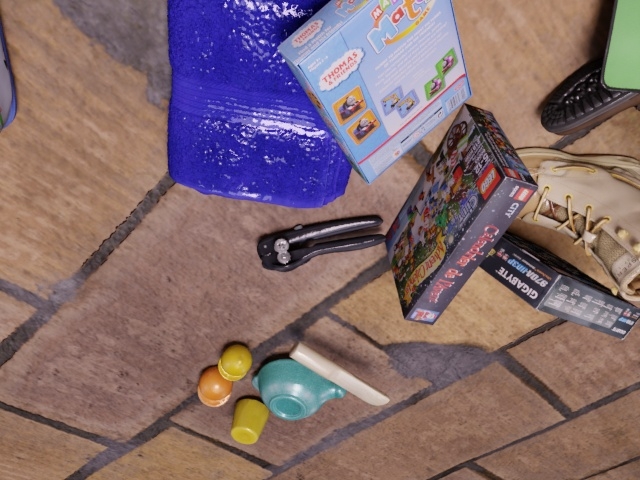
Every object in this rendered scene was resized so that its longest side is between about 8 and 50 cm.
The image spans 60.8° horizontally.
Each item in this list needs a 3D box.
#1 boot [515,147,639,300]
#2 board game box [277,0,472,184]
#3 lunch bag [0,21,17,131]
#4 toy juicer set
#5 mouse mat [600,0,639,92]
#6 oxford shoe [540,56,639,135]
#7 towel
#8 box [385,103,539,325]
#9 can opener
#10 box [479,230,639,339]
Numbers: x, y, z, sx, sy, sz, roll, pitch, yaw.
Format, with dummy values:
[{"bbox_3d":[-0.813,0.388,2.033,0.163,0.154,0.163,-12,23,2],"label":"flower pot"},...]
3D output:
[{"bbox_3d":[0.319,-0.021,0.674,0.262,0.203,0.095,1,132,-6],"label":"boot"},{"bbox_3d":[0.069,-0.167,0.551,0.160,0.039,0.211,-41,148,1],"label":"board game box"},{"bbox_3d":[-0.471,-0.185,0.518,0.304,0.114,0.243,3,134,-9],"label":"lunch bag"},{"bbox_3d":[-0.069,0.238,0.956,0.329,0.089,0.209,-25,117,27],"label":"toy juicer set"},{"bbox_3d":[0.373,-0.244,0.548,0.153,0.007,0.189,4,106,3],"label":"mouse mat"},{"bbox_3d":[0.370,-0.175,0.625,0.227,0.082,0.096,-28,130,18],"label":"oxford shoe"},{"bbox_3d":[-0.052,-0.171,0.592,0.228,0.076,0.308,5,131,-10],"label":"towel"},{"bbox_3d":[0.159,-0.029,0.683,0.044,0.159,0.233,13,129,-16],"label":"box"},{"bbox_3d":[0.000,0.000,0.773,0.186,0.073,0.059,-17,92,6],"label":"can opener"},{"bbox_3d":[0.294,0.045,0.723,0.220,0.175,0.051,18,108,-36],"label":"box"}]
